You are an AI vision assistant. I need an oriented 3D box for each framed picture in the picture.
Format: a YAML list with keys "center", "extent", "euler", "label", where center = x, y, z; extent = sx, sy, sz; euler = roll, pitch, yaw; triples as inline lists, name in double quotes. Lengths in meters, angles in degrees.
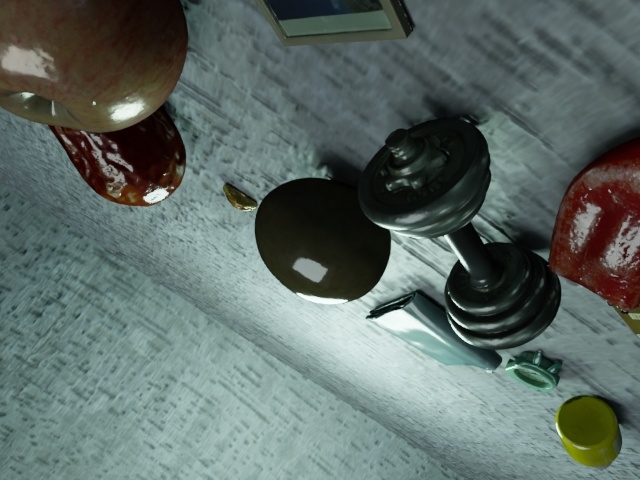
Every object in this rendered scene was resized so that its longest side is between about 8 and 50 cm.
- center: [-0.035, -0.330, 0.654]
  extent: [0.209, 0.019, 0.281]
  euler: [11, 151, 43]
  label: "framed picture"

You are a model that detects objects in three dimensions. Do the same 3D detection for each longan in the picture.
- center: [0.000, 0.000, 1.051]
  extent: [0.248, 0.248, 0.248]
  euler: [27, 158, 12]
  label: "longan"

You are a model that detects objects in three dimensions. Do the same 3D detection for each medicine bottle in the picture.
- center: [0.590, 0.432, 1.311]
  extent: [0.122, 0.122, 0.212]
  euler: [13, 152, 39]
  label: "medicine bottle"

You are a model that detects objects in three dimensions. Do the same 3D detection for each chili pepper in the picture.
- center: [0.345, -0.037, 0.684]
  extent: [0.252, 0.136, 0.144]
  euler: [78, 175, -48]
  label: "chili pepper"

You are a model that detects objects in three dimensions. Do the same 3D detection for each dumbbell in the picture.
- center: [0.200, 0.000, 0.835]
  extent: [0.179, 0.179, 0.406]
  euler: [7, 148, 47]
  label: "dumbbell"

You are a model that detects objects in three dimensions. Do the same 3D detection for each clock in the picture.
- center: [0.453, 0.272, 1.263]
  extent: [0.101, 0.041, 0.135]
  euler: [29, 157, 9]
  label: "clock"

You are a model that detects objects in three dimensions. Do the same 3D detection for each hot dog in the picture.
- center: [-0.185, -0.090, 1.349]
  extent: [0.090, 0.034, 0.030]
  euler: [32, 159, -3]
  label: "hot dog"

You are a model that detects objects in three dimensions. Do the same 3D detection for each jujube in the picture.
- center: [-0.399, -0.209, 1.163]
  extent: [0.223, 0.223, 0.318]
  euler: [13, 148, 40]
  label: "jujube"

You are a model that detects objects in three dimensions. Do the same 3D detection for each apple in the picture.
- center: [-0.352, -0.286, 0.837]
  extent: [0.345, 0.269, 0.345]
  euler: [26, 158, 12]
  label: "apple"

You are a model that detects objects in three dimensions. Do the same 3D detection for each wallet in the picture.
- center: [0.255, 0.225, 1.411]
  extent: [0.251, 0.054, 0.290]
  euler: [35, 160, -4]
  label: "wallet"

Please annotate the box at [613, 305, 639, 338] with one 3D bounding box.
- center: [0.486, 0.106, 0.886]
  extent: [0.133, 0.023, 0.090]
  euler: [42, 158, -24]
  label: "box"
